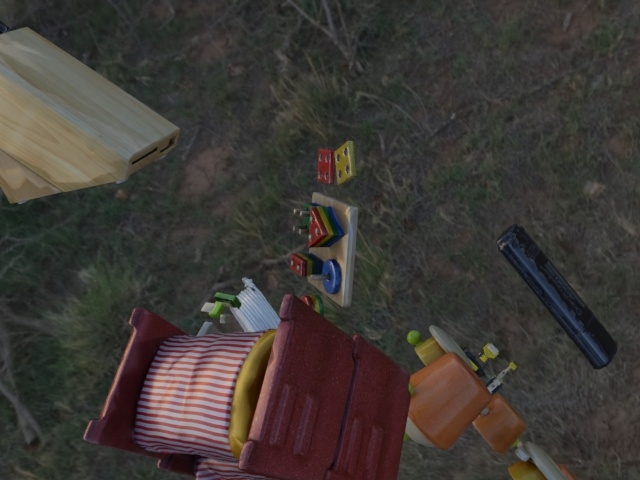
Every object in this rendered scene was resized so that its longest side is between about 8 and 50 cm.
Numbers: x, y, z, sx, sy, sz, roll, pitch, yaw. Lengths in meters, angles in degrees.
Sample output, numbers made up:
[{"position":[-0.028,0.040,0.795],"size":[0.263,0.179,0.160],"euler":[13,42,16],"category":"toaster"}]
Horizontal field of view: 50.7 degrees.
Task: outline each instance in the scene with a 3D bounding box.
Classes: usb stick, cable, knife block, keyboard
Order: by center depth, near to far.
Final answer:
[{"position":[-0.311,-0.169,0.708],"size":[0.275,0.242,0.088],"euler":[-6,26,32],"category":"knife block"},{"position":[0.397,0.094,1.134],"size":[0.278,0.077,0.045],"euler":[51,137,0],"category":"usb stick"},{"position":[0.367,0.305,1.717],"size":[0.038,0.192,0.100],"euler":[-37,81,-15],"category":"keyboard"},{"position":[-0.154,0.251,1.864],"size":[0.089,0.257,0.257],"euler":[-32,36,-13],"category":"cable"}]

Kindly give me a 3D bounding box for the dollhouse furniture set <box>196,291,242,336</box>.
[{"position":[-0.238,0.185,1.495],"size":[0.058,0.076,0.152],"euler":[5,52,33],"category":"dollhouse furniture set"}]

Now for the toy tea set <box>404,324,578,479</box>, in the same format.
[{"position":[0.207,0.269,0.862],"size":[0.124,0.200,0.336],"euler":[-42,85,7],"category":"toy tea set"}]

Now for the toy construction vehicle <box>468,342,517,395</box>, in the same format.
[{"position":[0.326,0.256,1.336],"size":[0.086,0.035,0.098],"euler":[43,100,11],"category":"toy construction vehicle"}]

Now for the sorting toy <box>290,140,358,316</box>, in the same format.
[{"position":[0.000,0.000,0.912],"size":[0.132,0.046,0.274],"euler":[-150,62,-64],"category":"sorting toy"}]

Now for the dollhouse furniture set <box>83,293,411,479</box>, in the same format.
[{"position":[-0.080,0.239,0.475],"size":[0.201,0.152,0.374],"euler":[-11,54,41],"category":"dollhouse furniture set"}]
